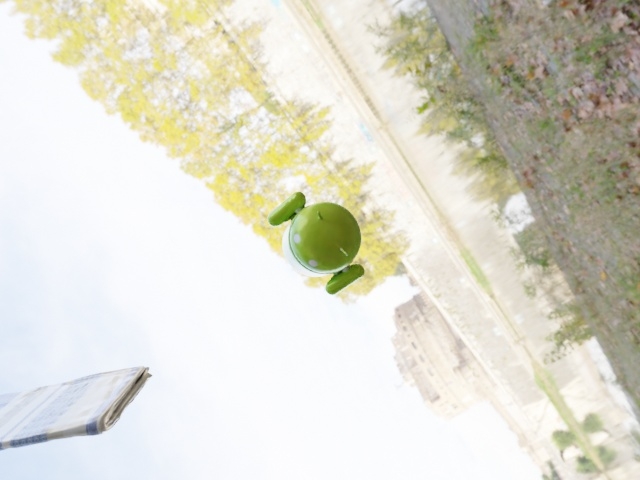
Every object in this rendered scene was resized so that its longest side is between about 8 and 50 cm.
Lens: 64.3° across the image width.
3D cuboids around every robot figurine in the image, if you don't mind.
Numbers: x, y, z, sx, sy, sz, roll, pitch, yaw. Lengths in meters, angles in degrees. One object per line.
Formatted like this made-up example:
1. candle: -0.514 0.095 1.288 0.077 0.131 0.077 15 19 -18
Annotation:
1. robot figurine: 0.000 0.000 0.485 0.101 0.067 0.115 53 167 -1

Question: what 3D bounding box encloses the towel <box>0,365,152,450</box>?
1. towel: -0.430 0.271 0.797 0.209 0.285 0.034 -97 -5 -82
